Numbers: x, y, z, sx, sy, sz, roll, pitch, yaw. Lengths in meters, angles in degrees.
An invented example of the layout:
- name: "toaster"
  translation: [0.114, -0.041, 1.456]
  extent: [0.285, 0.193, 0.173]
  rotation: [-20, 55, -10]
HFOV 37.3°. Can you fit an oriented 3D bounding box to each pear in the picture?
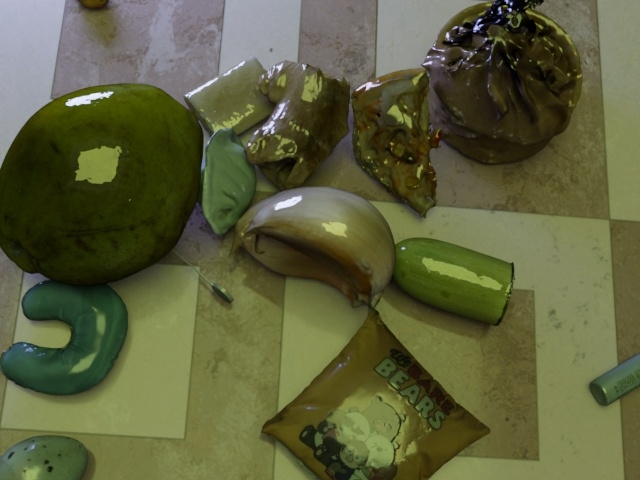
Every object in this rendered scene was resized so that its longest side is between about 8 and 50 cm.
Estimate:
- name: "pear"
  translation: [-0.400, -0.107, 1.715]
  extent: [0.352, 0.352, 0.413]
  rotation: [38, 76, 8]

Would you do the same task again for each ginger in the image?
- name: "ginger"
  translation: [-0.050, -0.237, 1.875]
  extent: [0.275, 0.130, 0.221]
  rotation: [-43, 102, -25]

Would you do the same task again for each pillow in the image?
- name: "pillow"
  translation: [0.100, 0.338, 1.721]
  extent: [0.312, 0.119, 0.310]
  rotation: [-43, 78, -15]
- name: "pillow"
  translation: [-0.466, 0.170, 1.742]
  extent: [0.214, 0.086, 0.234]
  rotation: [10, 68, 3]

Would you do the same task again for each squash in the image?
- name: "squash"
  translation: [0.241, 0.070, 1.828]
  extent: [0.247, 0.132, 0.133]
  rotation: [16, 70, 2]

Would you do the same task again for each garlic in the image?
- name: "garlic"
  translation: [0.000, 0.000, 1.767]
  extent: [0.313, 0.286, 0.249]
  rotation: [32, 110, 3]

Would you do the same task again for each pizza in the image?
- name: "pizza"
  translation: [0.154, -0.187, 1.891]
  extent: [0.189, 0.071, 0.297]
  rotation: [-4, 102, 18]

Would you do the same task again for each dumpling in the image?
- name: "dumpling"
  translation: [-0.200, -0.118, 1.844]
  extent: [0.152, 0.108, 0.219]
  rotation: [32, 54, -37]

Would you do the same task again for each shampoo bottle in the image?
- name: "shampoo bottle"
  translation: [0.616, 0.253, 1.839]
  extent: [0.195, 0.056, 0.056]
  rotation: [-26, 75, -15]

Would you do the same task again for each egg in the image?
- name: "egg"
  translation: [-0.479, 0.403, 1.636]
  extent: [0.164, 0.131, 0.131]
  rotation: [-18, 73, -21]

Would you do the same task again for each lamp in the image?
- name: "lamp"
  translation: [-0.235, 0.044, 1.825]
  extent: [0.198, 0.050, 0.056]
  rotation: [40, 70, 8]

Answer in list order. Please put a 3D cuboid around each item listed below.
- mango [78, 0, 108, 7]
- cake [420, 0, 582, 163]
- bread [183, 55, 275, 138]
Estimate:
- name: "mango"
  translation: [-0.489, -0.538, 2.000]
  extent: [0.079, 0.057, 0.114]
  rotation: [-43, 72, -13]
- name: "cake"
  translation: [0.376, -0.350, 1.884]
  extent: [0.332, 0.321, 0.333]
  rotation: [1, 72, -4]
- name: "bread"
  translation: [-0.171, -0.284, 1.939]
  extent: [0.178, 0.060, 0.139]
  rotation: [-33, 78, -16]
